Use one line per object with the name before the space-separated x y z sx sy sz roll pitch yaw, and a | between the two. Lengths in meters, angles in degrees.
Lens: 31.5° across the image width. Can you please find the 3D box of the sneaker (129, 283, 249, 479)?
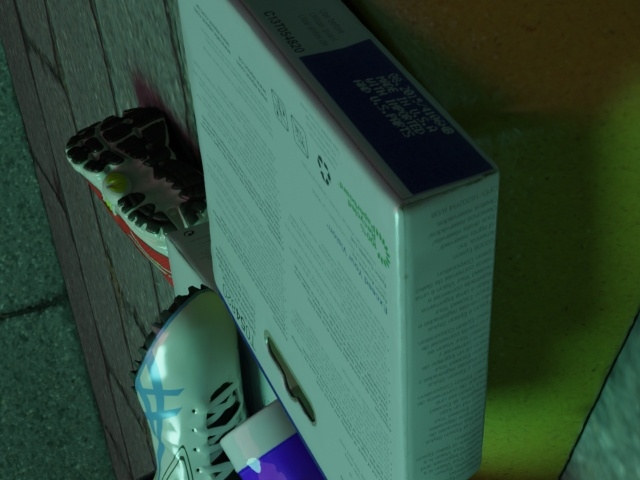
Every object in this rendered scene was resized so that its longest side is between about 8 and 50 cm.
sneaker | -0.072 0.129 0.749 0.086 0.085 0.237 27 133 27

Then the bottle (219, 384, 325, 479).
bottle | 0.052 0.204 0.592 0.283 0.118 0.092 56 149 8

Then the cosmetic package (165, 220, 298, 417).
cosmetic package | -0.004 0.201 0.862 0.284 0.097 0.377 -132 31 -54

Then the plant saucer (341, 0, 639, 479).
plant saucer | 0.026 -0.061 0.569 0.333 0.081 0.333 96 151 -50

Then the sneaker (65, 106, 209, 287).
sneaker | -0.173 -0.039 1.127 0.279 0.107 0.118 53 163 50

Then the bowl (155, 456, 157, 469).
bowl | -0.106 0.410 1.374 0.391 0.077 0.391 162 90 -71

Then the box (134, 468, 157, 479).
box | -0.120 0.469 1.090 0.395 0.212 0.293 42 139 35

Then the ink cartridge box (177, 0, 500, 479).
ink cartridge box | 0.000 0.000 0.498 0.224 0.045 0.223 89 156 -43
